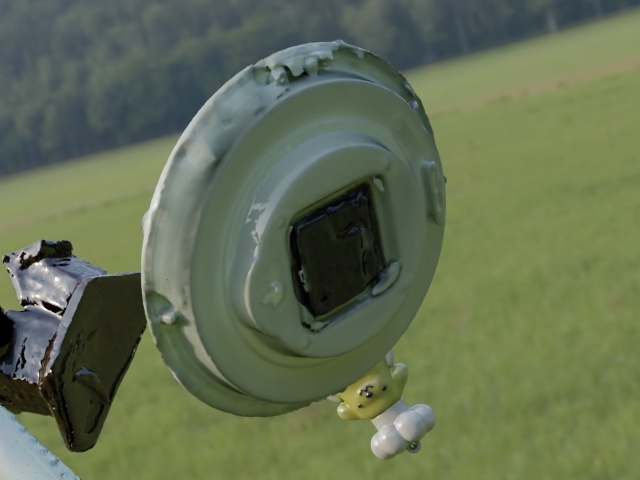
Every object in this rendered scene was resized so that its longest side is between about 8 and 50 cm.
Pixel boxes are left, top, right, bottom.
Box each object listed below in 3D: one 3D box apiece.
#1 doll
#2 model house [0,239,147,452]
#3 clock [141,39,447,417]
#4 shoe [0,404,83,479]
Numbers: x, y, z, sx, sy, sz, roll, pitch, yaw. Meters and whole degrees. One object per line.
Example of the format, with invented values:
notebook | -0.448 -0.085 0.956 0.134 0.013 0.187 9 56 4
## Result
doll | 0.069 0.190 2.318 0.106 0.162 0.062 -38 1 13
model house | -0.292 0.100 2.041 0.164 0.203 0.141 13 -21 37
clock | 0.000 0.000 1.148 0.236 0.236 0.053 -16 27 -40
shoe | -0.285 0.234 1.870 0.110 0.265 0.095 -17 -17 -7
